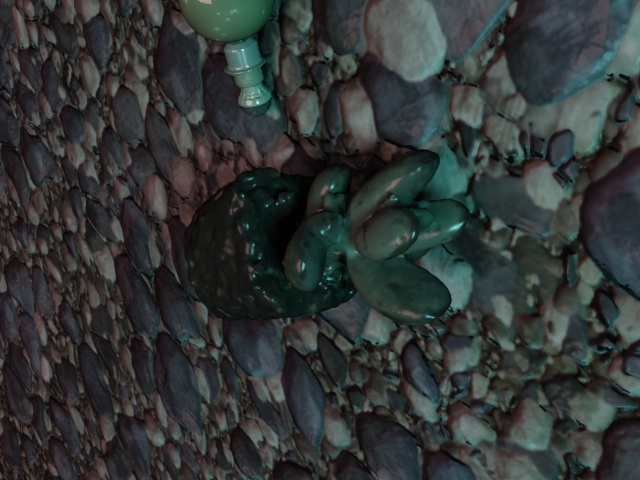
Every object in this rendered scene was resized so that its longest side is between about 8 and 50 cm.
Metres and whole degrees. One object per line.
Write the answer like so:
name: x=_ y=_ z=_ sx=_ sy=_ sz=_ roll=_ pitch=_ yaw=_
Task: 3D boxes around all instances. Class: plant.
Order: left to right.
plant: x=-0.001 y=-0.002 z=0.663 sx=0.274 sy=0.149 sz=0.146 roll=-6 pitch=101 yaw=46

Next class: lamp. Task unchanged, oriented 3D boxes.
lamp: x=-0.078 y=-0.195 z=0.728 sx=0.091 sy=0.091 sz=0.163 roll=18 pitch=134 yaw=43
